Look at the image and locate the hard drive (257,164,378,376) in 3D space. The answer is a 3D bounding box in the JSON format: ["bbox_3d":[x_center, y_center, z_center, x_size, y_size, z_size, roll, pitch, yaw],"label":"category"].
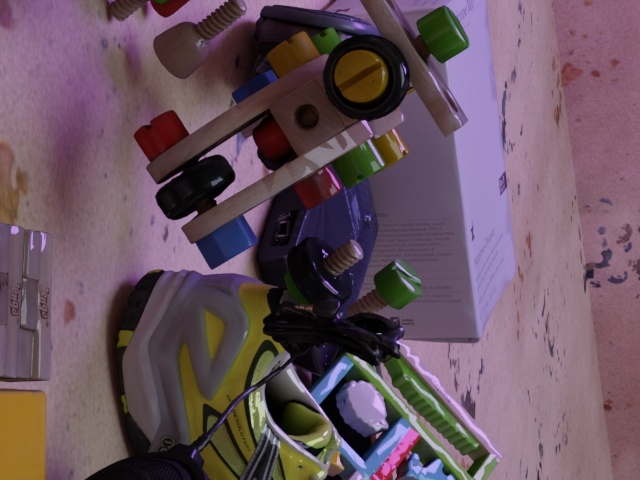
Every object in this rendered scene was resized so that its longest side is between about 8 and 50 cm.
[{"bbox_3d":[0.000,0.000,1.716,0.254,0.054,0.172,-69,151,-51],"label":"hard drive"}]

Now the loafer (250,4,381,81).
[{"bbox_3d":[-0.012,-0.153,1.505,0.302,0.109,0.095,-143,-116,-82],"label":"loafer"}]

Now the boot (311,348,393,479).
[{"bbox_3d":[0.020,0.283,1.760,0.280,0.096,0.264,79,11,-50],"label":"boot"}]

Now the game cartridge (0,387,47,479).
[{"bbox_3d":[-0.239,0.244,0.942,0.285,0.053,0.323,17,75,-72],"label":"game cartridge"}]

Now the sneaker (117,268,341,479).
[{"bbox_3d":[-0.059,0.207,1.351,0.145,0.147,0.384,-64,149,-60],"label":"sneaker"}]

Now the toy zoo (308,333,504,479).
[{"bbox_3d":[0.041,0.225,1.595,0.192,0.030,0.293,48,46,-4],"label":"toy zoo"}]

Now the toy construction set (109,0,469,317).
[{"bbox_3d":[0.001,-0.133,1.251,0.257,0.237,0.309,15,45,-56],"label":"toy construction set"}]

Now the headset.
[{"bbox_3d":[-0.065,0.228,1.168,0.243,0.185,0.394,32,71,-43],"label":"headset"}]

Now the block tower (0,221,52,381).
[{"bbox_3d":[-0.250,0.020,0.844,0.335,0.097,0.091,22,67,-69],"label":"block tower"}]

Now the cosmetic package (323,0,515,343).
[{"bbox_3d":[0.113,-0.100,1.923,0.217,0.156,0.385,-53,139,-61],"label":"cosmetic package"}]
